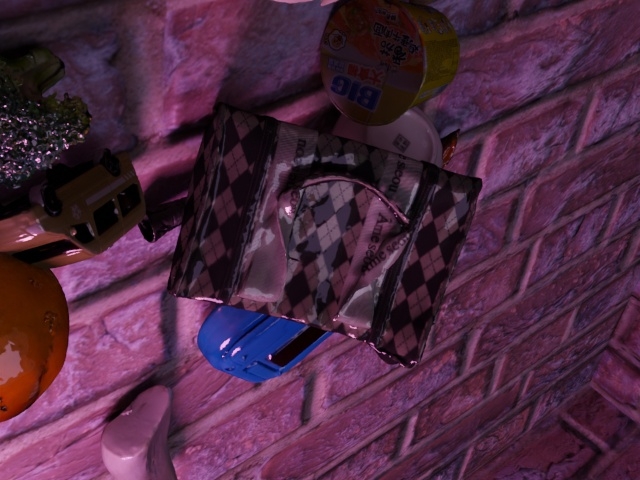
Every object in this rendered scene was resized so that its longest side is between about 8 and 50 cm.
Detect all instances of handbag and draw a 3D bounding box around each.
[{"bbox_3d":[0.000,0.000,1.320,0.180,0.416,0.317,-171,-85,-80],"label":"handbag"}]

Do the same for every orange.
[{"bbox_3d":[-0.440,0.114,1.121,0.246,0.246,0.246,-31,144,-26],"label":"orange"}]

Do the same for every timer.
[{"bbox_3d":[-0.055,0.133,1.664,0.340,0.115,0.309,-40,159,1],"label":"timer"}]

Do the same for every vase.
[{"bbox_3d":[-0.206,-0.052,1.393,0.167,0.059,0.059,-26,141,-32],"label":"vase"}]

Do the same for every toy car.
[{"bbox_3d":[-0.318,-0.030,1.120,0.257,0.101,0.124,-57,128,-64],"label":"toy car"}]

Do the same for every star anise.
[{"bbox_3d":[0.233,-0.165,1.808,0.157,0.053,0.212,-35,144,-21],"label":"star anise"}]

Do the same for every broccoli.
[{"bbox_3d":[-0.357,-0.167,1.012,0.194,0.219,0.194,20,90,-82],"label":"broccoli"}]

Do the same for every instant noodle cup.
[{"bbox_3d":[0.123,-0.294,1.419,0.153,0.205,0.205,-20,138,-47],"label":"instant noodle cup"}]

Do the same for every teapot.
[{"bbox_3d":[0.100,-0.138,1.555,0.208,0.166,0.300,45,74,-18],"label":"teapot"}]

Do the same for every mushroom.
[{"bbox_3d":[-0.325,0.418,1.684,0.159,0.122,0.329,-24,142,-20],"label":"mushroom"}]

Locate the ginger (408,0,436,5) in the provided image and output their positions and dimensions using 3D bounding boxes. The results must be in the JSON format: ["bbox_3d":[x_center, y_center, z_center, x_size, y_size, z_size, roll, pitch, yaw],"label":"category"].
[{"bbox_3d":[0.224,-0.500,1.447,0.258,0.065,0.149,-44,135,3],"label":"ginger"}]

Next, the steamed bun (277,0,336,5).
[{"bbox_3d":[0.009,-0.465,1.058,0.394,0.237,0.347,-25,125,23],"label":"steamed bun"}]
